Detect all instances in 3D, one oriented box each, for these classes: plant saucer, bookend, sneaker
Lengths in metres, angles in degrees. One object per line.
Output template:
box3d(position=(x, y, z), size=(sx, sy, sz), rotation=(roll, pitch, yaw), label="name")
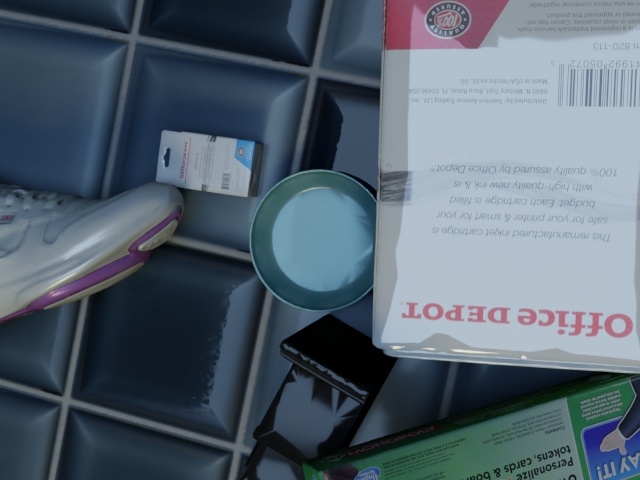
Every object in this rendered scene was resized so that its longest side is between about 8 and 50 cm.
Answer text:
box3d(position=(0.000, 0.000, 0.774), size=(0.119, 0.021, 0.119), rotation=(1, 93, 12), label="plant saucer")
box3d(position=(-0.015, 0.149, 0.716), size=(0.072, 0.156, 0.157), rotation=(29, 99, 10), label="bookend")
box3d(position=(-0.266, -0.006, 0.784), size=(0.305, 0.114, 0.152), rotation=(-20, 89, 12), label="sneaker")

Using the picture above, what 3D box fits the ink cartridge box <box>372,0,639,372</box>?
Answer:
box3d(position=(0.149, -0.056, 0.690), size=(0.207, 0.117, 0.283), rotation=(3, 92, 12), label="ink cartridge box")

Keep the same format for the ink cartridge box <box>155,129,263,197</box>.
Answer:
box3d(position=(-0.095, -0.066, 0.788), size=(0.083, 0.028, 0.048), rotation=(9, 94, 12), label="ink cartridge box")

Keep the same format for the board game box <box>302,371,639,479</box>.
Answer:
box3d(position=(0.161, 0.220, 0.657), size=(0.317, 0.046, 0.213), rotation=(-12, 90, -19), label="board game box")
